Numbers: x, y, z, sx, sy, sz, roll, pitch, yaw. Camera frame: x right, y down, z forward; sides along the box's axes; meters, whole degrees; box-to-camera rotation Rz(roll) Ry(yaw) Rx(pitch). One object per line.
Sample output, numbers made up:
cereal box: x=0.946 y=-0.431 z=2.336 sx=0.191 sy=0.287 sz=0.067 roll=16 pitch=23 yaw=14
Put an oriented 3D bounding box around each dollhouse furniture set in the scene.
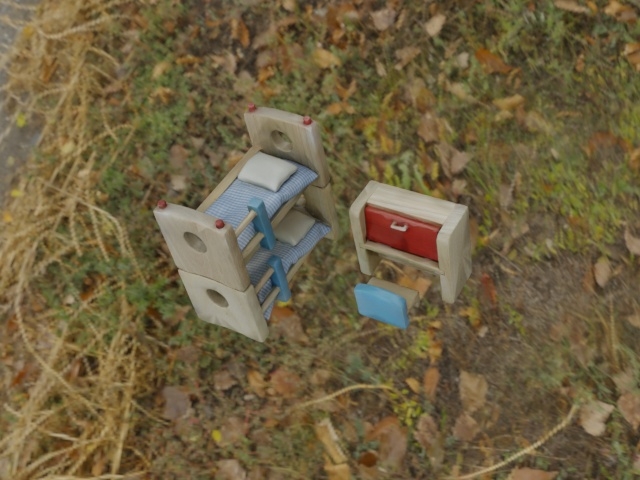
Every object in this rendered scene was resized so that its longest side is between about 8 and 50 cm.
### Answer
dollhouse furniture set: x=0.000 y=0.000 z=0.632 sx=0.183 sy=0.129 sz=0.129 roll=17 pitch=54 yaw=27
